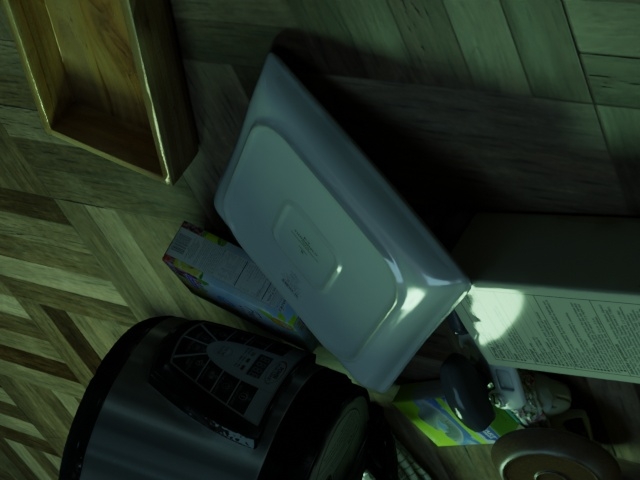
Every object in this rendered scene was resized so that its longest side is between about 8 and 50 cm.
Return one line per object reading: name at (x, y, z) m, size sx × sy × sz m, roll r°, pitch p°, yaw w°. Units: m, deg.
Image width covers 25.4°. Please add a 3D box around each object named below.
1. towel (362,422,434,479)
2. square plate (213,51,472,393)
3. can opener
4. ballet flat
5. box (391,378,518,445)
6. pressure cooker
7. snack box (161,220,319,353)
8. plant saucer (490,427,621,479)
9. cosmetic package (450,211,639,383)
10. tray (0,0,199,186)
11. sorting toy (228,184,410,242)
towel at (0.055, 0.388, 2.275) m, size 0.235 × 0.121 × 0.283 m, roll -2°, pitch 136°, yaw 46°
square plate at (0.000, 0.000, 1.675) m, size 0.347 × 0.049 × 0.344 m, roll 50°, pitch 151°, yaw 12°
can opener at (0.171, 0.101, 1.679) m, size 0.076 × 0.095 × 0.283 m, roll 5°, pitch 127°, yaw 42°
ballet flat at (0.300, 0.224, 1.833) m, size 0.077 × 0.091 × 0.241 m, roll -22°, pitch 129°, yaw 22°
box at (0.194, 0.239, 1.985) m, size 0.109 × 0.042 × 0.178 m, roll 44°, pitch 151°, yaw -19°
pressure cooker at (-0.105, 0.323, 1.985) m, size 0.420 × 0.369 × 0.375 m, roll 18°, pitch 171°, yaw 16°
snack box at (-0.097, 0.066, 1.945) m, size 0.207 × 0.070 × 0.174 m, roll 25°, pitch 168°, yaw 15°
plant saucer at (0.300, 0.299, 1.824) m, size 0.168 × 0.029 × 0.168 m, roll 12°, pitch 141°, yaw 10°
cosmetic package at (0.300, 0.063, 1.531) m, size 0.309 × 0.113 × 0.160 m, roll 5°, pitch 140°, yaw 42°
tray at (-0.270, -0.248, 1.685) m, size 0.203 × 0.076 × 0.411 m, roll 23°, pitch 151°, yaw 19°
sorting toy at (-0.002, -0.015, 1.796) m, size 0.229 × 0.041 × 0.307 m, roll 33°, pitch 152°, yaw 2°
